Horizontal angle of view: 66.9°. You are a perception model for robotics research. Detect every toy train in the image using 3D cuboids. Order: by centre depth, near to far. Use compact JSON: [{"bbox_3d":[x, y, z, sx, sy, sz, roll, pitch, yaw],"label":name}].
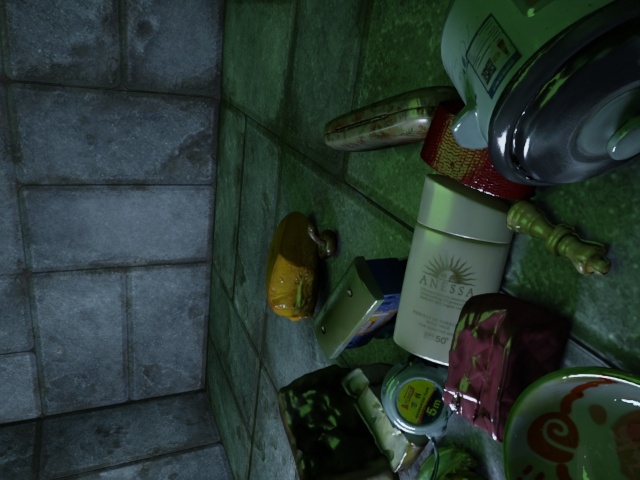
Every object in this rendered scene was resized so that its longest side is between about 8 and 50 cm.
[{"bbox_3d":[0.118,0.142,1.094,0.300,0.202,0.131,-62,41,45],"label":"toy train"}]

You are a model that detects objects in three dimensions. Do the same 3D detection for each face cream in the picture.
[{"bbox_3d":[0.246,0.061,0.900,0.173,0.081,0.348,16,112,21],"label":"face cream"}]

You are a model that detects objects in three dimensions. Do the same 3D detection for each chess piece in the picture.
[{"bbox_3d":[0.362,-0.003,0.734,0.172,0.060,0.060,49,136,49],"label":"chess piece"}]

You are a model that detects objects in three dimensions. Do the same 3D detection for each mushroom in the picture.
[{"bbox_3d":[0.011,-0.003,1.448,0.088,0.073,0.129,-106,-10,-56],"label":"mushroom"}]

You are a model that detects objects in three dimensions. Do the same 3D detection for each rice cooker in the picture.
[{"bbox_3d":[0.299,-0.217,0.596,0.264,0.316,0.317,49,-165,-53],"label":"rice cooker"}]

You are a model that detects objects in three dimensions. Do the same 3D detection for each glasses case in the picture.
[{"bbox_3d":[0.150,-0.249,1.036,0.425,0.156,0.098,-172,79,-64],"label":"glasses case"}]

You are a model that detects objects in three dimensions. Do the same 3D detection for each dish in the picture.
[{"bbox_3d":[0.404,0.311,0.607,0.324,0.124,0.324,8,100,57],"label":"dish"}]

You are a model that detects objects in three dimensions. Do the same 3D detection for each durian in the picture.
[{"bbox_3d":[0.253,0.591,1.020,0.198,0.163,0.394,-54,-20,-65],"label":"durian"}]

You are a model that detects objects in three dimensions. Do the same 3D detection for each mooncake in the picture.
[{"bbox_3d":[0.037,0.521,1.239,0.393,0.246,0.394,108,147,-66],"label":"mooncake"}]

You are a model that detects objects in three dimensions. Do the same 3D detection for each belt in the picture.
[{"bbox_3d":[0.270,-0.157,0.782,0.201,0.128,0.124,30,126,23],"label":"belt"}]

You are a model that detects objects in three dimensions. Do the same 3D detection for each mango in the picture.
[{"bbox_3d":[-0.093,0.074,1.565,0.199,0.201,0.350,-15,68,35],"label":"mango"}]

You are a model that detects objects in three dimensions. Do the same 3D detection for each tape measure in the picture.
[{"bbox_3d":[0.175,0.388,0.978,0.084,0.164,0.330,-12,-57,-78],"label":"tape measure"}]

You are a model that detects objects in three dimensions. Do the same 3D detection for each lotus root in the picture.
[{"bbox_3d":[0.159,0.381,1.096,0.235,0.138,0.119,51,135,23],"label":"lotus root"}]

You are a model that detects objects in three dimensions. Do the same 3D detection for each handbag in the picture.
[{"bbox_3d":[0.295,0.201,0.793,0.135,0.146,0.225,28,118,55],"label":"handbag"}]

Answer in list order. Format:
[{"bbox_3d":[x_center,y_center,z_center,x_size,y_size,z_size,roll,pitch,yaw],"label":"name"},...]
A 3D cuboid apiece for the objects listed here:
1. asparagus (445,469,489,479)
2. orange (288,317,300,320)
[{"bbox_3d":[0.342,0.469,0.792,0.343,0.085,0.082,0,79,63],"label":"asparagus"},{"bbox_3d":[-0.089,0.242,1.702,0.083,0.070,0.083,-178,90,-67],"label":"orange"}]
